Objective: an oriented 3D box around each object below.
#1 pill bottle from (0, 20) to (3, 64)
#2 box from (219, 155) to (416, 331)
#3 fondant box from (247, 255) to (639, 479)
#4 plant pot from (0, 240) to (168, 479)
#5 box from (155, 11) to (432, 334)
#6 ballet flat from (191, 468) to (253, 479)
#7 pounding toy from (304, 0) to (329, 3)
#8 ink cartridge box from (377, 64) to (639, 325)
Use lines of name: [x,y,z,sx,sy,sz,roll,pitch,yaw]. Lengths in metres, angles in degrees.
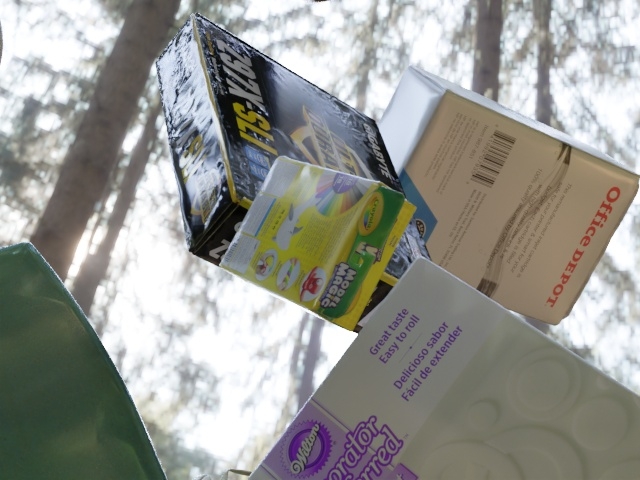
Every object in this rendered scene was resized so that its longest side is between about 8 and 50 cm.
pill bottle: [-0.441,-0.195,1.110,0.161,0.161,0.283,-25,-11,30]
box: [0.000,0.000,0.895,0.043,0.105,0.179,30,-5,-29]
fondant box: [0.133,0.193,0.922,0.238,0.330,0.096,-52,-41,-4]
plant pot: [-0.222,0.130,0.828,0.165,0.166,0.234,-17,-87,63]
box: [-0.024,-0.060,1.179,0.257,0.322,0.079,26,-61,-30]
ballet flat: [-0.140,0.342,1.619,0.213,0.068,0.072,2,-13,-39]
pounding toy: [0.038,-0.325,1.329,0.141,0.130,0.100,-8,-87,13]
ink cartridge box: [0.206,-0.052,1.509,0.308,0.129,0.223,20,-75,-25]
